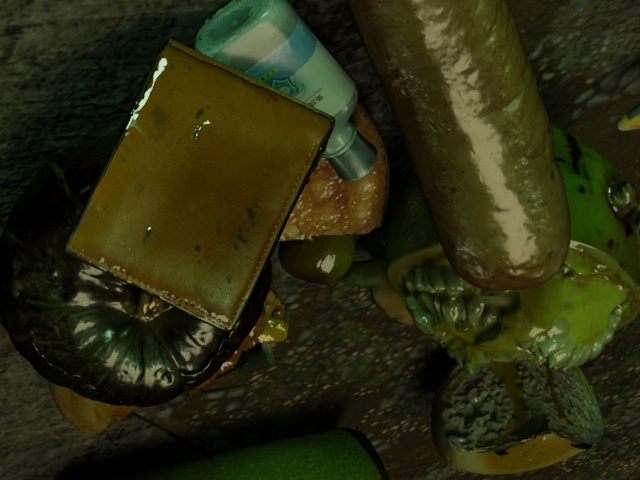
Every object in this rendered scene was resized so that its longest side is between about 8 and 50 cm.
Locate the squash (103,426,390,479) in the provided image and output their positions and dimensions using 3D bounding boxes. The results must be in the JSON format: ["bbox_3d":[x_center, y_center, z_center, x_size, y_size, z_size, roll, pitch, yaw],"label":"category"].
[{"bbox_3d":[-0.110,0.381,2.053,0.384,0.263,0.263,-10,148,-26],"label":"squash"}]

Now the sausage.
[{"bbox_3d":[0.096,-0.153,1.381,0.123,0.136,0.501,-4,132,24],"label":"sausage"}]

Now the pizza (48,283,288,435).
[{"bbox_3d":[-0.186,0.090,1.705,0.268,0.087,0.258,-30,147,11],"label":"pizza"}]

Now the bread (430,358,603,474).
[{"bbox_3d":[0.221,0.210,2.154,0.156,0.158,0.260,-29,153,28],"label":"bread"}]

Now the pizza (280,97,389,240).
[{"bbox_3d":[-0.031,-0.060,1.587,0.193,0.053,0.201,-25,137,-13],"label":"pizza"}]

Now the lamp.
[{"bbox_3d":[-0.091,0.137,1.863,0.054,0.041,0.121,-23,180,15],"label":"lamp"}]

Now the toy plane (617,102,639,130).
[{"bbox_3d":[0.433,-0.191,1.705,0.316,0.103,0.204,-18,164,8],"label":"toy plane"}]

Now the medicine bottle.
[{"bbox_3d":[-0.020,-0.123,1.465,0.090,0.054,0.208,-35,134,10],"label":"medicine bottle"}]

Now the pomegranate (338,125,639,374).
[{"bbox_3d":[0.165,0.011,1.699,0.340,0.260,0.260,-9,165,38],"label":"pomegranate"}]

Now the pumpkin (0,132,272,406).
[{"bbox_3d":[-0.158,0.024,1.470,0.238,0.238,0.159,-16,-168,-16],"label":"pumpkin"}]

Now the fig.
[{"bbox_3d":[0.000,0.000,1.711,0.074,0.074,0.088,1,121,-39],"label":"fig"}]

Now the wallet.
[{"bbox_3d":[-0.097,-0.043,1.386,0.161,0.195,0.042,26,174,-18],"label":"wallet"}]
